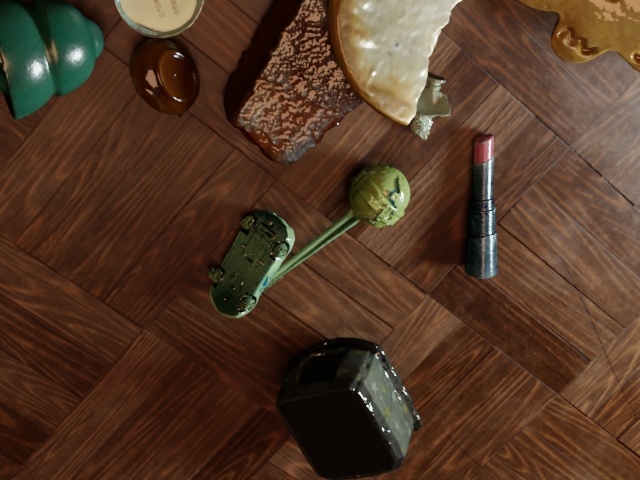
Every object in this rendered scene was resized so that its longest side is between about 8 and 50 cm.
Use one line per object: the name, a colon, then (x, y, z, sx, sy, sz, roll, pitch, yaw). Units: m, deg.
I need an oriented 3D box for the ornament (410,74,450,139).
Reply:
ornament: (0.162, -0.204, 1.591, 0.068, 0.041, 0.092, 42, 113, -4)

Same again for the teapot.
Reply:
teapot: (-0.225, -0.231, 1.504, 0.129, 0.078, 0.098, 47, 61, -38)

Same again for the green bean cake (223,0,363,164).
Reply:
green bean cake: (-0.039, -0.243, 1.510, 0.232, 0.097, 0.198, -44, 115, 12)

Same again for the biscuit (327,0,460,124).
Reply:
biscuit: (0.104, -0.334, 1.456, 0.204, 0.040, 0.309, 24, 86, -32)

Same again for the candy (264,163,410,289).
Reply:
candy: (0.000, 0.000, 1.652, 0.335, 0.092, 0.093, -37, 152, 17)

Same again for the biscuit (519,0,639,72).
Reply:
biscuit: (0.402, -0.388, 1.487, 0.355, 0.052, 0.275, 36, 113, -8)

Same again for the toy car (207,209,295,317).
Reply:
toy car: (-0.109, 0.037, 1.650, 0.093, 0.058, 0.186, 40, 110, 23)

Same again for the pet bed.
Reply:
pet bed: (0.051, 0.268, 1.744, 0.183, 0.159, 0.211, -15, 118, 28)

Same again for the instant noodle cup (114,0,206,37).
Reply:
instant noodle cup: (-0.212, -0.346, 1.385, 0.168, 0.185, 0.168, -4, 115, -8)

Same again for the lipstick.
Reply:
lipstick: (0.261, -0.055, 1.672, 0.053, 0.053, 0.234, -4, 114, -7)

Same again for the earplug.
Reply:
earplug: (-0.438, -0.289, 1.419, 0.280, 0.164, 0.257, -8, 80, -18)
